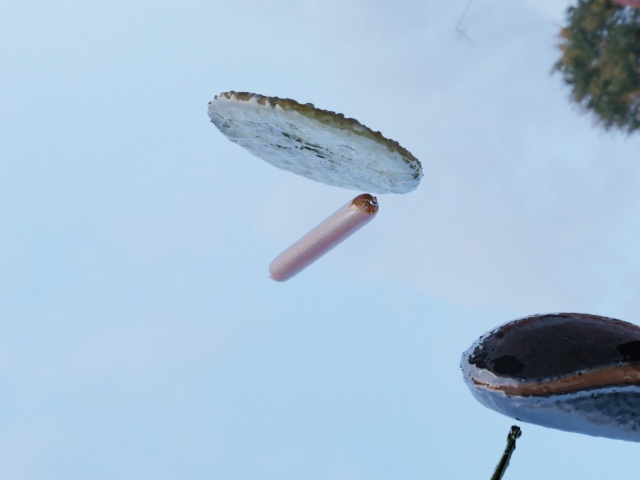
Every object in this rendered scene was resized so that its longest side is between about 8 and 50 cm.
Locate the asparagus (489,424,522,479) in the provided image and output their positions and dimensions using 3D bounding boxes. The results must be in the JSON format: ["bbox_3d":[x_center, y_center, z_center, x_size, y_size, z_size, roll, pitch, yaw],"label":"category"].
[{"bbox_3d":[0.196,0.256,1.047,0.018,0.015,0.127,36,-125,0],"label":"asparagus"}]

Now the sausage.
[{"bbox_3d":[0.000,0.000,1.703,0.053,0.348,0.053,17,-123,-29],"label":"sausage"}]

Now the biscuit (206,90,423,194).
[{"bbox_3d":[-0.006,-0.087,0.888,0.220,0.033,0.220,17,171,3],"label":"biscuit"}]

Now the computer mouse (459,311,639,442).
[{"bbox_3d":[0.309,0.141,0.986,0.323,0.116,0.183,9,-171,-2],"label":"computer mouse"}]
